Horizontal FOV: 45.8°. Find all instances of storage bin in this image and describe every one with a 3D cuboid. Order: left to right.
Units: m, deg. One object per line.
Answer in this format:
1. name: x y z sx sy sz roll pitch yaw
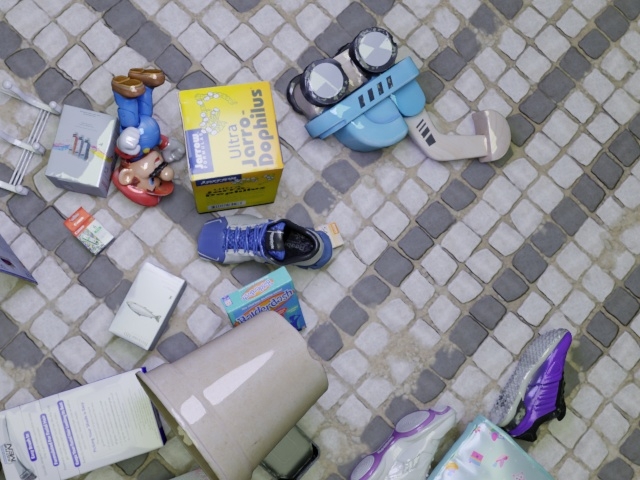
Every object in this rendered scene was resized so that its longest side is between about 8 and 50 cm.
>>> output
1. storage bin: -0.100 0.465 1.744 0.180 0.084 0.122 44 79 2

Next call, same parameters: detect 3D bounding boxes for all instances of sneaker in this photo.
1. sneaker: -0.132 -0.006 1.748 0.315 0.182 0.127 5 83 6
2. sneaker: 0.211 0.513 1.776 0.305 0.114 0.152 -41 101 -7
3. sneaker: 0.544 0.357 1.838 0.146 0.102 0.293 36 83 -4

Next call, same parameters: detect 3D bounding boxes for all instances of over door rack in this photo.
1. over door rack: -0.803 -0.266 1.764 0.324 0.108 0.239 19 78 -3

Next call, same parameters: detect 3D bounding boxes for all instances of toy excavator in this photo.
1. toy excavator: 0.196 -0.305 1.865 0.433 0.222 0.445 -35 100 -11

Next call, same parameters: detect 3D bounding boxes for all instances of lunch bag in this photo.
1. lunch bag: 0.391 0.563 1.752 0.262 0.160 0.223 44 79 -4

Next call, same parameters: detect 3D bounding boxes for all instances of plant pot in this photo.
1. plant pot: -0.163 0.320 1.590 0.305 0.334 0.334 -36 87 -20

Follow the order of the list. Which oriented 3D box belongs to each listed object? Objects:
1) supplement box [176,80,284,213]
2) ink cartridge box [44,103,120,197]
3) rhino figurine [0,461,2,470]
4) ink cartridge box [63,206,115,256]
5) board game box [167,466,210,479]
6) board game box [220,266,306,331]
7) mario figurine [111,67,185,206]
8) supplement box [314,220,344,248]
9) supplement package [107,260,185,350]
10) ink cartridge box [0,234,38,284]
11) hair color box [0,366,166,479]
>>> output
1. supplement box: -0.202 -0.196 1.699 0.195 0.356 0.194 -9 83 -8
2. ink cartridge box: -0.549 -0.204 1.774 0.127 0.128 0.176 14 80 -5
3. rhino figurine: -0.760 0.506 1.663 0.106 0.073 0.243 -5 83 -12
4. ink cartridge box: -0.550 -0.024 1.795 0.115 0.029 0.063 44 79 1
5. board game box: -0.276 0.672 1.642 0.318 0.066 0.318 -21 68 -4
6. board game box: -0.125 0.167 1.729 0.160 0.210 0.047 -27 53 -10
7. mario figurine: -0.382 -0.221 1.731 0.198 0.320 0.170 -17 39 -29
8. supplement box: 0.000 0.000 1.854 0.098 0.036 0.062 -22 83 -10
9. supplement package: -0.395 0.153 1.747 0.105 0.105 0.179 27 79 -3
10. ink cartridge box: -0.765 -0.031 1.620 0.071 0.324 0.330 -36 86 -10
11. hair color box: -0.533 0.420 1.688 0.339 0.110 0.185 -16 84 -11
